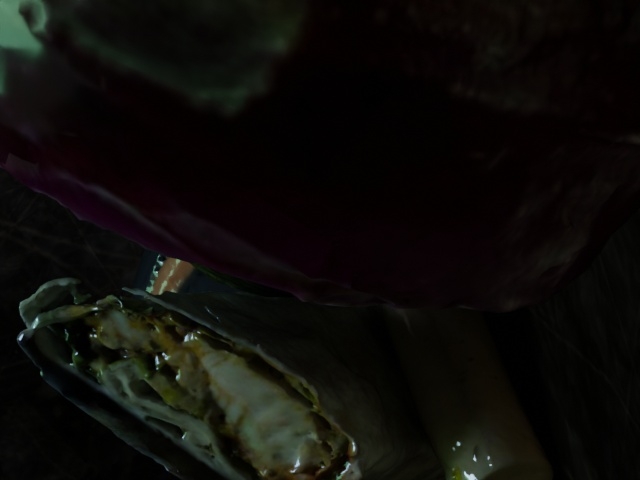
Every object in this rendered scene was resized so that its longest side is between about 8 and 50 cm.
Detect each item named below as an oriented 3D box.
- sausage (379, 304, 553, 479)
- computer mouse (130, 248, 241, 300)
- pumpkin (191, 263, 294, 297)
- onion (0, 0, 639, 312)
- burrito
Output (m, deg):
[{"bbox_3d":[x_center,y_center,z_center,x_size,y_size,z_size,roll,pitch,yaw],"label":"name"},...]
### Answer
[{"bbox_3d":[0.065,0.027,1.176,0.066,0.066,0.301,85,169,-51],"label":"sausage"},{"bbox_3d":[-0.065,0.021,1.350,0.183,0.116,0.323,-62,-12,-56],"label":"computer mouse"},{"bbox_3d":[-0.024,-0.121,1.075,0.320,0.192,0.320,165,90,-85],"label":"pumpkin"},{"bbox_3d":[0.000,-0.155,0.531,0.336,0.282,0.260,50,121,51],"label":"onion"},{"bbox_3d":[-0.011,0.090,1.152,0.175,0.107,0.348,39,-165,26],"label":"burrito"}]
